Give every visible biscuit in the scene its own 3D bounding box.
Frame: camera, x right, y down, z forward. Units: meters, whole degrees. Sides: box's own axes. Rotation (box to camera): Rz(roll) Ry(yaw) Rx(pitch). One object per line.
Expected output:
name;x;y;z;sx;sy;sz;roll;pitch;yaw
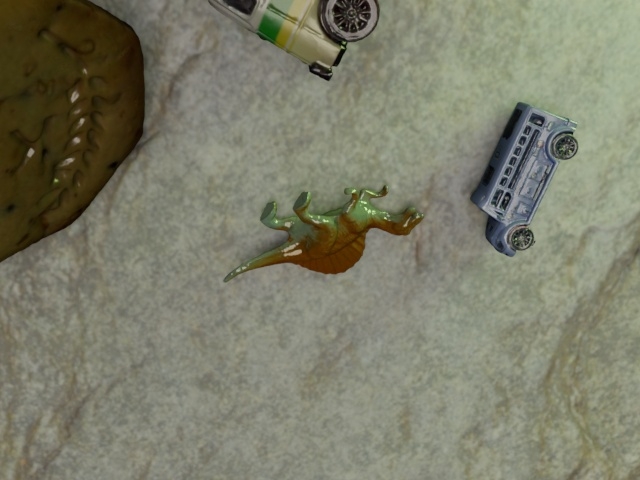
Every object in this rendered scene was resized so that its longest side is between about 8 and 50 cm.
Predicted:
biscuit;-0.311;-0.088;0.728;0.046;0.359;0.359;45;103;19

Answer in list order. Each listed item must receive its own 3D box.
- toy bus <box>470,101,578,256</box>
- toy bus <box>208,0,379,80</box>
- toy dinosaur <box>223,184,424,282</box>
toy bus;0.223;-0.069;0.873;0.076;0.073;0.167;22;103;-6
toy bus;0.013;-0.331;0.742;0.179;0.143;0.305;27;106;-9
toy dinosaur;0.001;-0.001;0.905;0.212;0.057;0.142;-40;125;22
